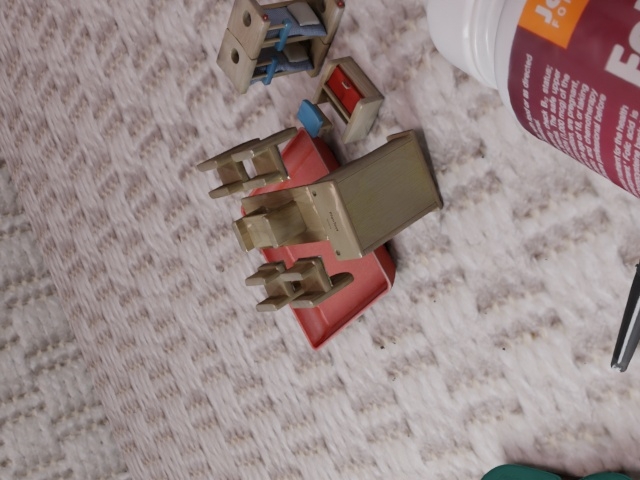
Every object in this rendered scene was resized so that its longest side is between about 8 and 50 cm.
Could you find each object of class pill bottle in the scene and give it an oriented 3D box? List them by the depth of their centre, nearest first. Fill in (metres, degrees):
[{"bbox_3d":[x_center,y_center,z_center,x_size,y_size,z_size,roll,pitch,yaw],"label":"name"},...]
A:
[{"bbox_3d":[0.283,-0.146,0.800,0.392,0.224,0.224,40,137,37],"label":"pill bottle"}]

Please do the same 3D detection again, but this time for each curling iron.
[{"bbox_3d":[0.323,0.013,1.001,0.068,0.035,0.273,35,133,47],"label":"curling iron"}]

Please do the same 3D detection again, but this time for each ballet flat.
[{"bbox_3d":[0.292,0.317,1.169,0.096,0.095,0.280,62,158,-5],"label":"ballet flat"}]

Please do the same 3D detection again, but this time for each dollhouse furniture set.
[{"bbox_3d":[0.003,-0.044,1.278,0.242,0.161,0.212,-8,108,48],"label":"dollhouse furniture set"},{"bbox_3d":[-0.021,-0.225,1.287,0.183,0.129,0.129,54,144,24],"label":"dollhouse furniture set"}]

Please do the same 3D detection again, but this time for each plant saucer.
[{"bbox_3d":[0.000,0.000,1.455,0.258,0.048,0.259,61,147,13],"label":"plant saucer"}]
